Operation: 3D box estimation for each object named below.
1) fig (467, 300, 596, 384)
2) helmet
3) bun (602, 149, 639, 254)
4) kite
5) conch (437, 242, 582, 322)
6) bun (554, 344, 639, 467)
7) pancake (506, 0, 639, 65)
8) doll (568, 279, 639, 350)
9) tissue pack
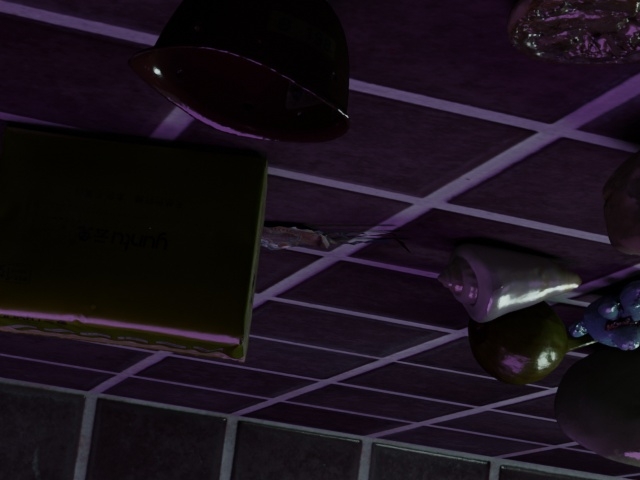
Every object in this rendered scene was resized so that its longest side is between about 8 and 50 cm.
[{"bbox_3d":[0.301,0.122,2.221,0.236,0.124,0.124,-2,172,-32],"label":"fig"},{"bbox_3d":[-0.053,-0.150,1.277,0.175,0.106,0.155,17,164,-22],"label":"helmet"},{"bbox_3d":[0.357,-0.037,1.516,0.210,0.116,0.237,3,-179,4],"label":"bun"},{"bbox_3d":[0.001,-0.003,2.035,0.229,0.016,0.127,4,169,25],"label":"kite"},{"bbox_3d":[0.217,0.040,2.013,0.176,0.094,0.104,-16,161,-24],"label":"conch"},{"bbox_3d":[0.473,0.218,2.396,0.283,0.179,0.283,13,-174,-1],"label":"bun"},{"bbox_3d":[0.213,-0.161,1.273,0.158,0.028,0.158,3,165,1],"label":"pancake"},{"bbox_3d":[0.386,0.096,2.105,0.120,0.075,0.180,0,168,-12],"label":"doll"},{"bbox_3d":[-0.200,0.007,1.778,0.274,0.200,0.167,7,167,0],"label":"tissue pack"}]
